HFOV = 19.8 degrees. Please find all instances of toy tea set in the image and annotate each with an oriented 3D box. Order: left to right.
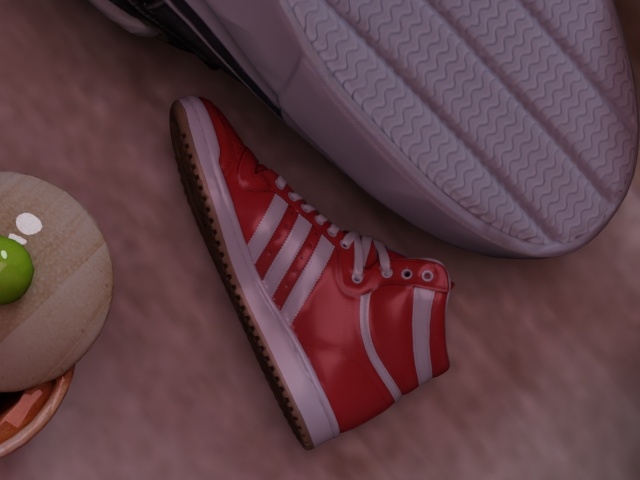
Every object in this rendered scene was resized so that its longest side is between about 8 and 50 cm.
[{"bbox_3d":[-0.227,-0.018,0.514,0.336,0.124,0.200,0,80,-8],"label":"toy tea set"}]

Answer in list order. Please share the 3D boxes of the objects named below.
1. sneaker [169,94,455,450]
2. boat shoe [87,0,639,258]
[{"bbox_3d":[0.000,0.000,0.586,0.067,0.042,0.118,-24,92,-7],"label":"sneaker"},{"bbox_3d":[-0.036,-0.120,0.568,0.335,0.119,0.121,45,64,-18],"label":"boat shoe"}]
